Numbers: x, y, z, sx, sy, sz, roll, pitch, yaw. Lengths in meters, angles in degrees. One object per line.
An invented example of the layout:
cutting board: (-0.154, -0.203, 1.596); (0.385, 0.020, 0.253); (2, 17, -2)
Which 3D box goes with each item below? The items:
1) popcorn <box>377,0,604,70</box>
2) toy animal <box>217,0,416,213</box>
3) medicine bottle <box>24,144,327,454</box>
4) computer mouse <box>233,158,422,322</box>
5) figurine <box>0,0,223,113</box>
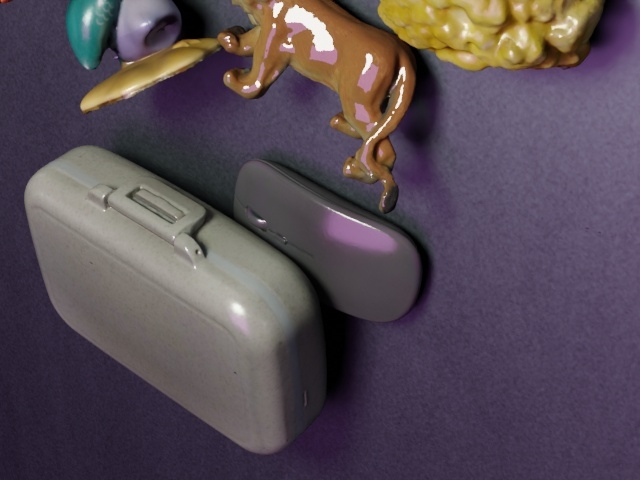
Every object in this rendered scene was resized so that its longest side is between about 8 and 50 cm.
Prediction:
popcorn: (0.135, -0.214, 1.149); (0.194, 0.140, 0.163); (30, 135, 21)
toy animal: (-0.005, -0.186, 1.317); (0.312, 0.097, 0.157); (39, 127, 14)
medicine bottle: (-0.157, 0.061, 1.531); (0.375, 0.123, 0.282); (31, 146, 30)
computer mouse: (0.000, 0.001, 1.440); (0.232, 0.057, 0.120); (30, 129, 23)
figurine: (-0.228, -0.264, 1.378); (0.208, 0.181, 0.257); (-25, 101, 9)
